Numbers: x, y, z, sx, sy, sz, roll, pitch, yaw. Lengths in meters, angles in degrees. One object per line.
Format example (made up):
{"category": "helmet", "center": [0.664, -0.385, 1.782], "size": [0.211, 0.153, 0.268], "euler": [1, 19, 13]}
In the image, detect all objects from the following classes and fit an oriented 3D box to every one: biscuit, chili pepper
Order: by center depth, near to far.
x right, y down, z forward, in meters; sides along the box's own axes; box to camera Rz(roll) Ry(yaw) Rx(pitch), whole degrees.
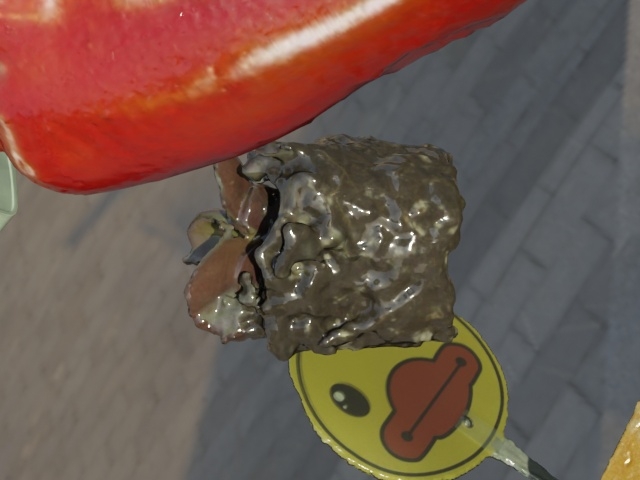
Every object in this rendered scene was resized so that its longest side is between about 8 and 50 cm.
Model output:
{"category": "chili pepper", "center": [-0.076, -0.086, 0.578], "size": [0.338, 0.131, 0.134], "euler": [-23, 79, 18]}
{"category": "biscuit", "center": [0.274, 0.155, 1.185], "size": [0.052, 0.056, 0.188], "euler": [25, 84, 24]}

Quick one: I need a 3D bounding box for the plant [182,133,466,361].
{"category": "plant", "center": [0.000, 0.000, 1.178], "size": [0.204, 0.234, 0.178], "euler": [-87, 3, -75]}

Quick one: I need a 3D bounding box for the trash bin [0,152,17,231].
{"category": "trash bin", "center": [-0.341, -0.023, 1.367], "size": [0.130, 0.059, 0.116], "euler": [-44, 39, 24]}

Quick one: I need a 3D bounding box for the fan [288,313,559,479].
{"category": "fan", "center": [0.106, 0.151, 1.351], "size": [0.229, 0.335, 0.011], "euler": [-47, -12, -45]}
